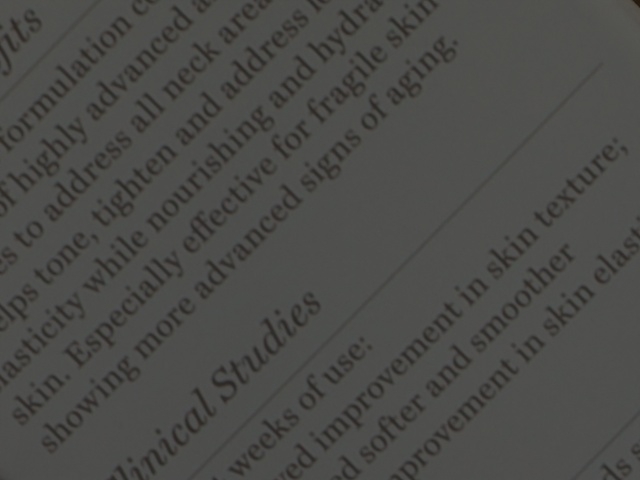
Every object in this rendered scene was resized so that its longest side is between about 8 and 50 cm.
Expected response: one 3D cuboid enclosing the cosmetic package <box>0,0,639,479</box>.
[{"bbox_3d":[0.000,0.000,0.719,0.329,0.327,0.394,-45,93,1],"label":"cosmetic package"}]
